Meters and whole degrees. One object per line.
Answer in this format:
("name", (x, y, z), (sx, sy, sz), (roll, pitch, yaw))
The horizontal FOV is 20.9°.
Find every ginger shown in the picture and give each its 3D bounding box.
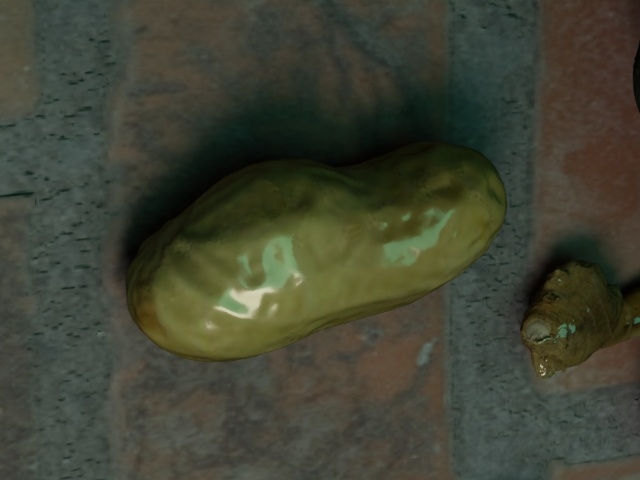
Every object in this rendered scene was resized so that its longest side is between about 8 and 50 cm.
("ginger", (0.240, 0.056, 1.510), (0.165, 0.067, 0.096), (-18, 111, -29))

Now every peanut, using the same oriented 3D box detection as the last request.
("peanut", (0.000, 0.000, 1.364), (0.319, 0.147, 0.147), (-17, 110, -12))

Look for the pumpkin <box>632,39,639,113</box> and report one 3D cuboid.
("pumpkin", (0.393, -0.095, 1.398), (0.257, 0.291, 0.328), (-16, 103, 17))
